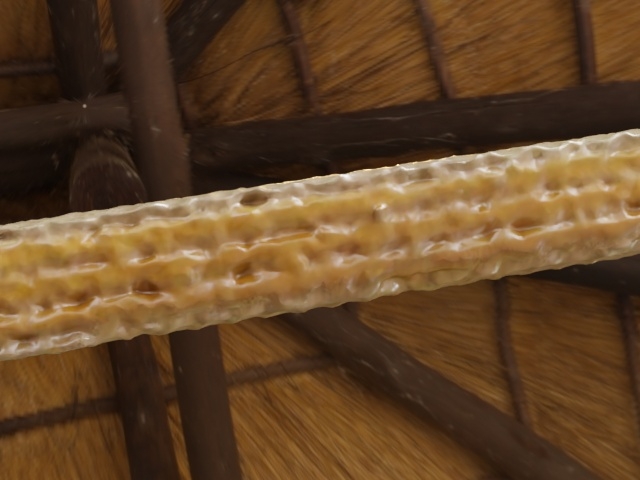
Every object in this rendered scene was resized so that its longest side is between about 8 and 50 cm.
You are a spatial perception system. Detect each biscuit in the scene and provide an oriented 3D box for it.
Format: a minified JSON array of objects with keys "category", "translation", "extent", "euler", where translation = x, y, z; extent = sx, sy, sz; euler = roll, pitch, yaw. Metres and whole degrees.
[{"category":"biscuit","translation":[0.000,0.000,0.587],"extent":[0.378,0.094,0.054],"euler":[-9,-88,-11]}]
